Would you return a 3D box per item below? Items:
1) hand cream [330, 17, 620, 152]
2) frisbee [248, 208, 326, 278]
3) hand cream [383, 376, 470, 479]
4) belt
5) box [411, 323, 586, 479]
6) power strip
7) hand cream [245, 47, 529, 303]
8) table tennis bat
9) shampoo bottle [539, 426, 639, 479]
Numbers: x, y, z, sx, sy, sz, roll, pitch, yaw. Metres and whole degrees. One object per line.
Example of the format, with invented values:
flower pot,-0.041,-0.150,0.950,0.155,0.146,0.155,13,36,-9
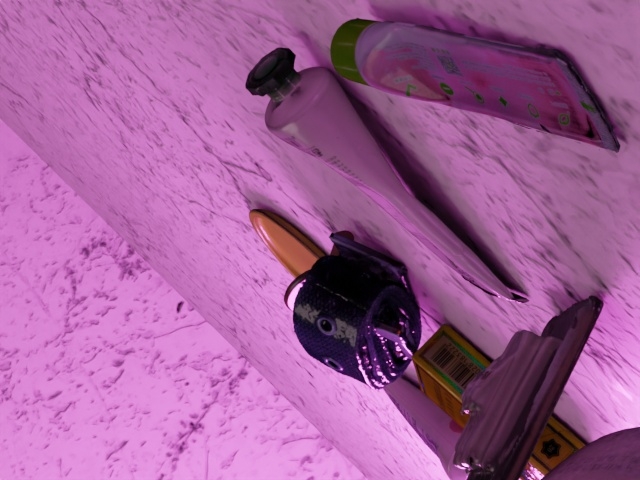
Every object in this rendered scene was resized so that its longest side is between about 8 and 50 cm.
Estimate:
hand cream,0.101,-0.119,1.234,0.079,0.050,0.275,21,180,-36
frisbee,-0.008,0.041,2.306,0.236,0.017,0.236,43,169,11
hand cream,0.155,0.248,2.395,0.124,0.078,0.341,51,176,-31
belt,0.056,0.098,1.994,0.128,0.122,0.218,26,165,20
box,0.206,0.203,1.981,0.220,0.064,0.141,43,169,21
power strip,0.159,0.140,1.511,0.065,0.213,0.198,29,168,0
hand cream,0.061,-0.050,1.606,0.336,0.076,0.121,43,177,-27
table tennis bat,0.000,0.000,2.080,0.170,0.108,0.119,108,149,-55
shampoo bottle,0.271,0.321,1.392,0.322,0.317,0.322,21,146,15
